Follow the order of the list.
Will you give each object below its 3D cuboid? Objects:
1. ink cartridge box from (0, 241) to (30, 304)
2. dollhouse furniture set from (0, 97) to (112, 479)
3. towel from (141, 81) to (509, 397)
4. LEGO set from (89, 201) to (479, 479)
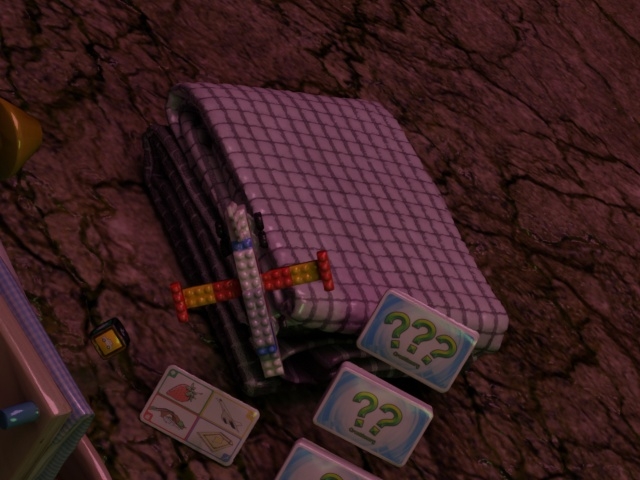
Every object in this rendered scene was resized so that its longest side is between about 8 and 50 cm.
[{"bbox_3d":[-0.301,-0.092,0.942,0.296,0.066,0.261,63,2,-68],"label":"ink cartridge box"},{"bbox_3d":[-0.149,0.109,0.826,0.198,0.303,0.286,-13,58,-46],"label":"dollhouse furniture set"},{"bbox_3d":[0.000,0.000,1.238,0.235,0.121,0.283,5,44,-38],"label":"towel"},{"bbox_3d":[-0.034,0.089,1.048,0.244,0.182,0.060,30,10,-7],"label":"LEGO set"}]
